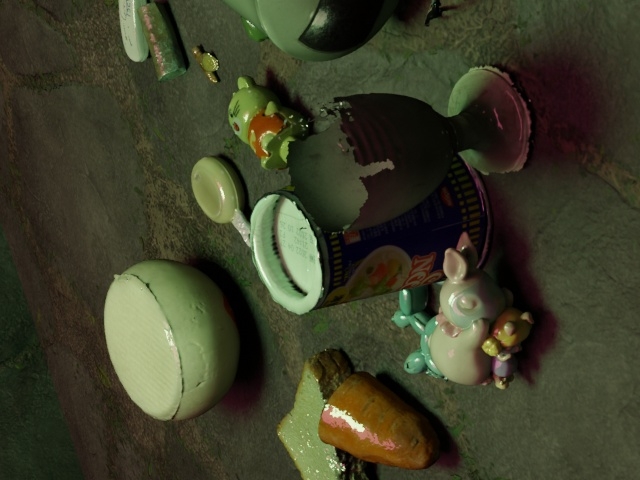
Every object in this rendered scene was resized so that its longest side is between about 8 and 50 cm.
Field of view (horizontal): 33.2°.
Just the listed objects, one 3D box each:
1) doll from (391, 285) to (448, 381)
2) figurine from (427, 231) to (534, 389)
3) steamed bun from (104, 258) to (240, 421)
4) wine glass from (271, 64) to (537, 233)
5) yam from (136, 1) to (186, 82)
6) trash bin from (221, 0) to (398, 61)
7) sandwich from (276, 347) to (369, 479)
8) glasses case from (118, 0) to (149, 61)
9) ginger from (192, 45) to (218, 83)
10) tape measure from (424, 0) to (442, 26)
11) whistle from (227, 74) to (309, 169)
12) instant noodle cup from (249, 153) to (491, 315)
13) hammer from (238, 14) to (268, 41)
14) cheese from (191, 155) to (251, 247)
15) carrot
[{"bbox_3d":[0.182,0.166,1.861,0.159,0.059,0.158,49,139,29],"label":"doll"},{"bbox_3d":[0.246,0.113,1.668,0.155,0.127,0.235,37,141,34],"label":"figurine"},{"bbox_3d":[-0.319,0.219,2.447,0.374,0.241,0.374,22,118,50],"label":"steamed bun"},{"bbox_3d":[0.124,-0.133,1.534,0.190,0.357,0.190,31,129,48],"label":"wine glass"},{"bbox_3d":[-0.343,-0.433,2.329,0.068,0.068,0.169,-17,90,57],"label":"yam"},{"bbox_3d":[-0.060,-0.471,1.717,0.432,0.280,0.280,40,136,43],"label":"trash bin"},{"bbox_3d":[0.027,0.394,2.160,0.254,0.099,0.288,57,144,32],"label":"sandwich"},{"bbox_3d":[-0.420,-0.501,2.420,0.076,0.049,0.197,30,129,46],"label":"glasses case"},{"bbox_3d":[-0.240,-0.371,2.239,0.097,0.030,0.048,59,146,15],"label":"ginger"},{"bbox_3d":[0.167,-0.384,1.572,0.180,0.104,0.107,-30,84,56],"label":"tape measure"},{"bbox_3d":[-0.087,-0.201,2.031,0.288,0.106,0.131,47,147,33],"label":"whistle"},{"bbox_3d":[0.065,-0.021,1.710,0.284,0.312,0.284,29,127,46],"label":"instant noodle cup"},{"bbox_3d":[-0.170,-0.530,2.005,0.206,0.119,0.335,1,112,57],"label":"hammer"},{"bbox_3d":[-0.197,-0.078,2.293,0.227,0.064,0.137,53,144,24],"label":"cheese"},{"bbox_3d":[0.127,0.349,1.980,0.225,0.159,0.159,23,124,33],"label":"carrot"}]
